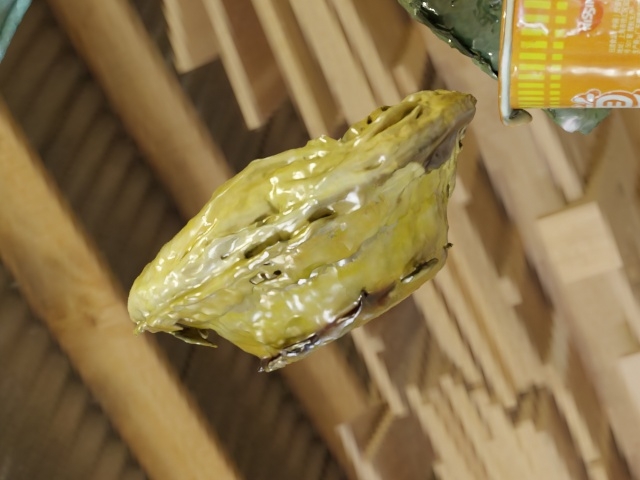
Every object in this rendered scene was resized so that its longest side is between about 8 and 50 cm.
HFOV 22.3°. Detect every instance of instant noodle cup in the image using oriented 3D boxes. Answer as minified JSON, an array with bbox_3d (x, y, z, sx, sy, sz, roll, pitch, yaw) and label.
[{"bbox_3d":[0.191,-0.133,0.822,0.168,0.185,0.168,7,-90,-80],"label":"instant noodle cup"}]

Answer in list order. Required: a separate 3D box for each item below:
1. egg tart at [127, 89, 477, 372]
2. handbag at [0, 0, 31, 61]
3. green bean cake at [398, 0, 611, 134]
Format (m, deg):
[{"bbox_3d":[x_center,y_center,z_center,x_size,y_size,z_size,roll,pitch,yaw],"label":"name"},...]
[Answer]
[{"bbox_3d":[0.000,0.000,0.931,0.106,0.241,0.241,59,-157,1],"label":"egg tart"},{"bbox_3d":[-0.177,-0.162,0.519,0.100,0.269,0.274,42,-160,33],"label":"handbag"},{"bbox_3d":[0.181,-0.225,1.149,0.255,0.241,0.132,26,-160,-44],"label":"green bean cake"}]
